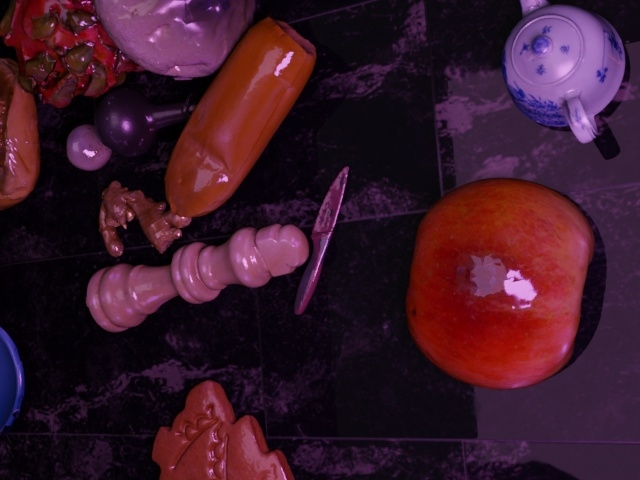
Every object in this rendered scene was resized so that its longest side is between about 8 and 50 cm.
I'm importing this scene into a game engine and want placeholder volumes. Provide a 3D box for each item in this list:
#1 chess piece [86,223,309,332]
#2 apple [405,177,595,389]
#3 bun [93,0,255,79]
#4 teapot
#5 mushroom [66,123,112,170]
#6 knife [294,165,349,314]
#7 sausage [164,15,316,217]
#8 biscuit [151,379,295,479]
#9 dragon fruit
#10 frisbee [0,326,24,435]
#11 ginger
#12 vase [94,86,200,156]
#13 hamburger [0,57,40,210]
[{"bbox_3d":[-0.196,0.053,1.339,0.397,0.117,0.117,-17,80,25],"label":"chess piece"},{"bbox_3d":[0.217,0.056,1.079,0.251,0.163,0.293,12,92,27],"label":"apple"},{"bbox_3d":[-0.216,-0.389,1.278,0.168,0.273,0.273,-10,83,49],"label":"bun"},{"bbox_3d":[0.302,-0.230,1.051,0.159,0.159,0.232,-25,76,26],"label":"teapot"},{"bbox_3d":[-0.425,-0.169,1.499,0.079,0.085,0.085,-176,90,-72],"label":"mushroom"},{"bbox_3d":[0.000,0.000,1.284,0.035,0.018,0.247,21,95,31],"label":"knife"},{"bbox_3d":[-0.140,-0.185,1.312,0.134,0.116,0.354,41,110,9],"label":"sausage"},{"bbox_3d":[-0.153,0.388,1.335,0.306,0.043,0.284,17,97,28],"label":"biscuit"},{"bbox_3d":[-0.416,-0.351,1.404,0.302,0.231,0.237,-37,77,27],"label":"dragon fruit"},{"bbox_3d":[-0.663,0.276,1.619,0.242,0.045,0.242,-1,87,28],"label":"frisbee"},{"bbox_3d":[-0.325,-0.040,1.442,0.193,0.052,0.176,-40,76,23],"label":"ginger"},{"bbox_3d":[-0.290,-0.210,1.402,0.183,0.120,0.120,-8,84,15],"label":"vase"},{"bbox_3d":[-0.633,-0.200,1.539,0.318,0.158,0.319,1,91,51],"label":"hamburger"}]
